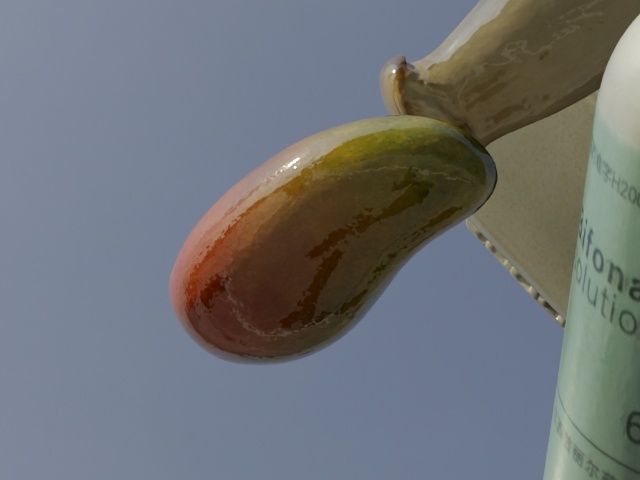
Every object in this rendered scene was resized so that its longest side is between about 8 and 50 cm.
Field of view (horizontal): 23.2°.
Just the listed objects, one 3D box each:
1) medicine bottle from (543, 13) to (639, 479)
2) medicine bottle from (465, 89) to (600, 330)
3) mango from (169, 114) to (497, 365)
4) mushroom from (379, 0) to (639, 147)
[{"bbox_3d":[0.144,-0.022,0.521,0.110,0.110,0.352,5,-59,5],"label":"medicine bottle"},{"bbox_3d":[0.282,-0.056,1.571,0.375,0.123,0.282,50,-49,28],"label":"medicine bottle"},{"bbox_3d":[-0.005,-0.003,1.212,0.146,0.129,0.289,47,-64,2],"label":"mango"},{"bbox_3d":[0.233,-0.208,1.359,0.407,0.154,0.137,-32,-52,-2],"label":"mushroom"}]
